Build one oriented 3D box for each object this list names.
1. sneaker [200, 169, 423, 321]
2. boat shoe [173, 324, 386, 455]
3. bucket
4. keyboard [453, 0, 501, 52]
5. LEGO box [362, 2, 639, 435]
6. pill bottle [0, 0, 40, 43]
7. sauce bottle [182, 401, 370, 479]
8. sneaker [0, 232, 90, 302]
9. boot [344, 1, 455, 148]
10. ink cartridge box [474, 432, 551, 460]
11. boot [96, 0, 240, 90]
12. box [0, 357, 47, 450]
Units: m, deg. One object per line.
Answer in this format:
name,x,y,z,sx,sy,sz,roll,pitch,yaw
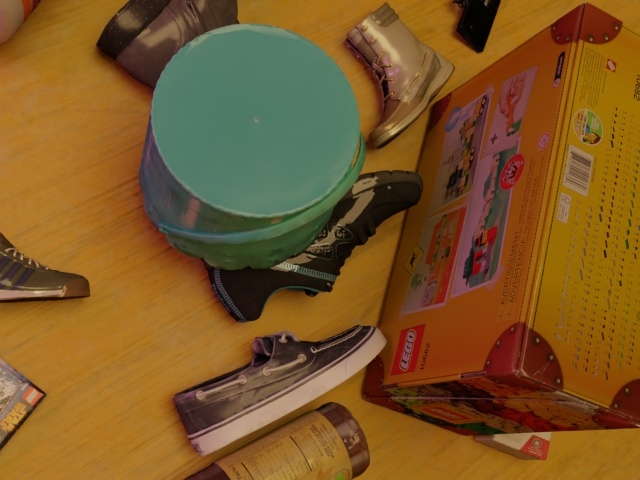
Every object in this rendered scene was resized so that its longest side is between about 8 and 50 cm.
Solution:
sneaker,0.000,0.000,1.238,0.341,0.125,0.139,-22,90,-17
boat shoe,-0.051,0.168,1.178,0.301,0.108,0.102,-26,90,-20
bucket,-0.085,-0.112,1.080,0.281,0.183,0.281,3,74,-10
keyboard,0.264,-0.418,1.509,0.100,0.038,0.192,39,61,-37
LEGO box,0.273,-0.006,1.213,0.193,0.372,0.500,22,70,-18
pill bottle,-0.379,-0.460,1.112,0.224,0.224,0.392,32,66,-14
sauce bottle,-0.101,0.321,1.111,0.344,0.111,0.111,-23,87,-26
sneaker,-0.379,0.032,1.078,0.192,0.064,0.086,-1,83,-21
boot,0.096,-0.255,1.361,0.165,0.077,0.213,44,59,-9
ink cartridge box,0.298,0.251,1.336,0.099,0.056,0.135,24,69,-18
boot,-0.132,-0.309,1.263,0.223,0.118,0.338,43,75,-13
box,-0.404,0.207,1.045,0.094,0.027,0.137,41,65,-9
